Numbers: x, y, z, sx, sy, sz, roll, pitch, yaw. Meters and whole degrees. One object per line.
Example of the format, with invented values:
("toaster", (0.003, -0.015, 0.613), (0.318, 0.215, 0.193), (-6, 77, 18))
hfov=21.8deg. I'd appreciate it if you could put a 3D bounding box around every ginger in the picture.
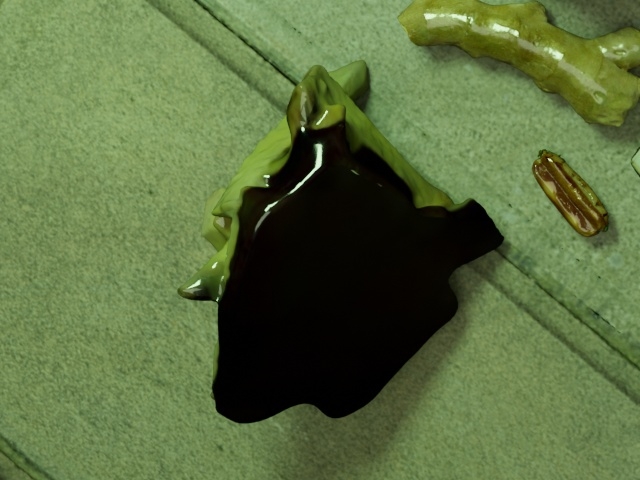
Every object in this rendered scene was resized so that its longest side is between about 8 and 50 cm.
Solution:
("ginger", (0.229, -0.218, 1.893), (0.299, 0.065, 0.118), (18, 95, 10))
("ginger", (0.000, 0.000, 1.964), (0.211, 0.358, 0.413), (48, 120, 49))

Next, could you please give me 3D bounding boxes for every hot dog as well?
("hot dog", (0.291, -0.056, 1.935), (0.049, 0.037, 0.122), (-38, 86, 33))

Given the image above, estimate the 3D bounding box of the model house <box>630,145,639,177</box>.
("model house", (0.491, -0.045, 1.802), (0.206, 0.271, 0.178), (26, 110, -29))
